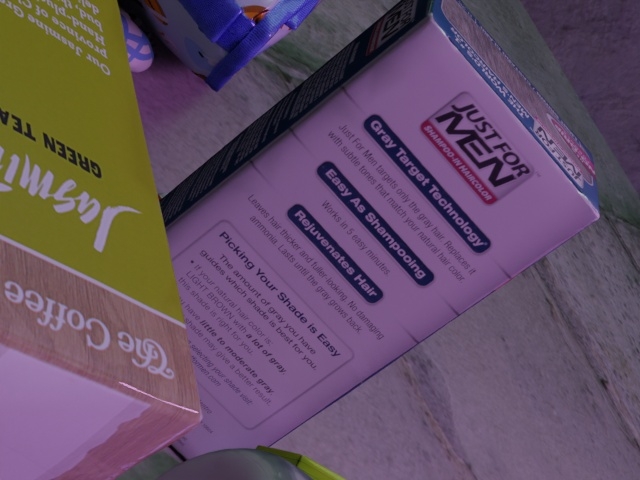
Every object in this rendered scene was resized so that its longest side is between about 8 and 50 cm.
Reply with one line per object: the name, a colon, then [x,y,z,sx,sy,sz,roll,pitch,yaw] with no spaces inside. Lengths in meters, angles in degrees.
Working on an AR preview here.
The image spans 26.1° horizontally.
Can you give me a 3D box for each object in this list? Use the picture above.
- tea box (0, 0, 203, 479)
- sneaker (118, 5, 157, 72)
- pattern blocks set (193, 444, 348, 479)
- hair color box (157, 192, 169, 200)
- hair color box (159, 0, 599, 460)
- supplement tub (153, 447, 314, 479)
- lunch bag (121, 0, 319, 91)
tea box: [-0.254,-0.012,0.508,0.220,0.329,0.324,31,33,-42]
sneaker: [-0.216,-0.183,1.169,0.085,0.086,0.237,34,3,21]
pattern blocks set: [0.060,0.214,0.882,0.285,0.324,0.026,39,68,-25]
hair color box: [-0.092,0.028,1.125,0.141,0.043,0.072,58,23,8]
hair color box: [0.000,0.000,0.947,0.174,0.347,0.105,47,23,-15]
supplement tub: [0.021,0.284,0.763,0.338,0.207,0.207,42,25,-24]
lunch bag: [-0.126,-0.316,1.259,0.328,0.239,0.385,46,16,-6]
